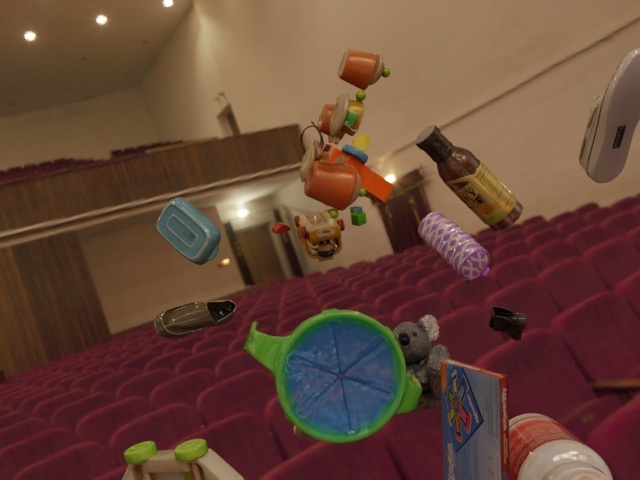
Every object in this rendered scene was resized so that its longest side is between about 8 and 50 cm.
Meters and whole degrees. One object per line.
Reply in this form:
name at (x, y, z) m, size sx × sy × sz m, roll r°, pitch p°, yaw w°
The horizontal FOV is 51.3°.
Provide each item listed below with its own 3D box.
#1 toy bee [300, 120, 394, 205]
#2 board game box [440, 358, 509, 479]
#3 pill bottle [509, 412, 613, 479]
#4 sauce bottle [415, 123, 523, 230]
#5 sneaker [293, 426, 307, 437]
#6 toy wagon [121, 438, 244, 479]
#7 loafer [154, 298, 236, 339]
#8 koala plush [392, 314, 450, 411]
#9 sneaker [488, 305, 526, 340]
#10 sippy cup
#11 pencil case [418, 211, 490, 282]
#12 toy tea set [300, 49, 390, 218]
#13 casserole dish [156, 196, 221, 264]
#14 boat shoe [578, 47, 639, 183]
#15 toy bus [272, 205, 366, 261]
toy bee at (0.046, -0.204, 1.680) m, size 0.195 × 0.298 × 0.162 m, roll -42°, pitch 29°, yaw -15°
board game box at (0.295, 0.378, 1.276) m, size 0.027 × 0.281 × 0.145 m, roll -10°, pitch 11°, yaw -38°
pill bottle at (0.591, 0.596, 1.687) m, size 0.229 × 0.228 × 0.408 m, roll -19°, pitch -2°, yaw 1°
sauce bottle at (0.391, -0.168, 1.775) m, size 0.111 × 0.344 × 0.111 m, roll -44°, pitch 16°, yaw 16°
sneaker at (-0.022, 0.362, 1.449) m, size 0.061 × 0.054 × 0.152 m, roll -28°, pitch 27°, yaw 49°
toy wagon at (-0.202, 0.474, 1.144) m, size 0.345 × 0.267 × 0.068 m, roll -13°, pitch 4°, yaw 29°
loafer at (-0.342, 0.204, 1.851) m, size 0.251 × 0.094 × 0.087 m, roll -13°, pitch -18°, yaw -41°
koala plush at (0.238, 0.304, 1.707) m, size 0.196 × 0.221 × 0.203 m, roll -27°, pitch -42°, yaw 11°
sneaker at (0.463, 0.207, 1.665) m, size 0.089 × 0.051 × 0.170 m, roll 4°, pitch -23°, yaw 10°
sippy cup at (0.022, 0.237, 1.264) m, size 0.240 × 0.305 × 0.224 m, roll -35°, pitch 6°, yaw -7°
pencil case at (0.314, 0.010, 1.563) m, size 0.088 × 0.206 × 0.086 m, roll 21°, pitch -70°, yaw -37°
toy tea set at (0.064, -0.214, 1.358) m, size 0.125 × 0.200 × 0.335 m, roll 15°, pitch -57°, yaw -14°
casserole dish at (-0.322, -0.022, 1.595) m, size 0.114 × 0.188 × 0.037 m, roll -55°, pitch -17°, yaw 16°
boat shoe at (0.560, -0.243, 1.276) m, size 0.096 × 0.267 × 0.088 m, roll -10°, pitch 37°, yaw -12°
toy bus at (0.003, -0.005, 1.576) m, size 0.191 × 0.104 × 0.202 m, roll 5°, pitch 23°, yaw 35°
